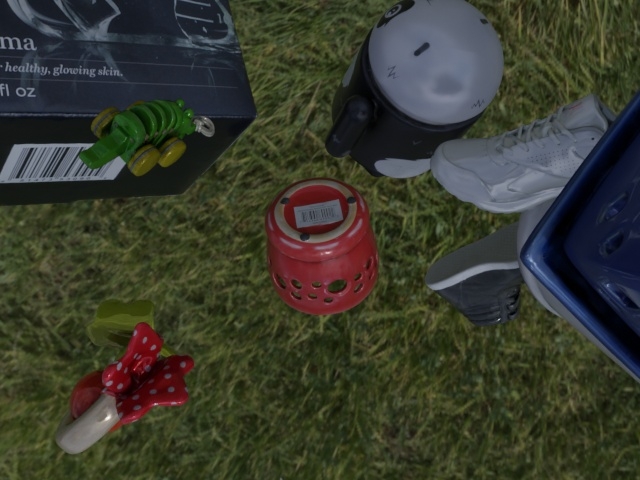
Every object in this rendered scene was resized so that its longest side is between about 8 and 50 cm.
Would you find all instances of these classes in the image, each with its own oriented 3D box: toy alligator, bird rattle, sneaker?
[{"bbox_3d":[-0.135,-0.102,0.690,0.056,0.190,0.051,46,120,5],"label":"toy alligator"},{"bbox_3d":[-0.248,0.189,1.003,0.143,0.253,0.207,42,92,-22],"label":"bird rattle"},{"bbox_3d":[0.221,-0.091,0.749,0.232,0.090,0.115,1,135,5],"label":"sneaker"},{"bbox_3d":[0.346,0.062,1.417,0.296,0.104,0.147,-25,121,38],"label":"sneaker"}]

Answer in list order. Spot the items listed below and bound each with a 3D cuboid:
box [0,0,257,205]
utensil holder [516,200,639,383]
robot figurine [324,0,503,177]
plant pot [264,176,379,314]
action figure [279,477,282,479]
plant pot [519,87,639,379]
[{"bbox_3d":[-0.400,-0.317,1.091,0.297,0.480,0.471,-34,67,52],"label":"box"},{"bbox_3d":[0.497,0.045,1.075,0.328,0.385,0.327,-5,113,-12],"label":"utensil holder"},{"bbox_3d":[0.113,-0.188,1.006,0.174,0.209,0.278,17,156,-10],"label":"robot figurine"},{"bbox_3d":[0.000,0.000,1.319,0.191,0.191,0.174,9,142,13],"label":"plant pot"},{"bbox_3d":[-0.065,0.429,0.987,0.185,0.099,0.284,8,98,20],"label":"action figure"},{"bbox_3d":[0.281,-0.001,0.482,0.236,0.212,0.236,41,81,-15],"label":"plant pot"}]
